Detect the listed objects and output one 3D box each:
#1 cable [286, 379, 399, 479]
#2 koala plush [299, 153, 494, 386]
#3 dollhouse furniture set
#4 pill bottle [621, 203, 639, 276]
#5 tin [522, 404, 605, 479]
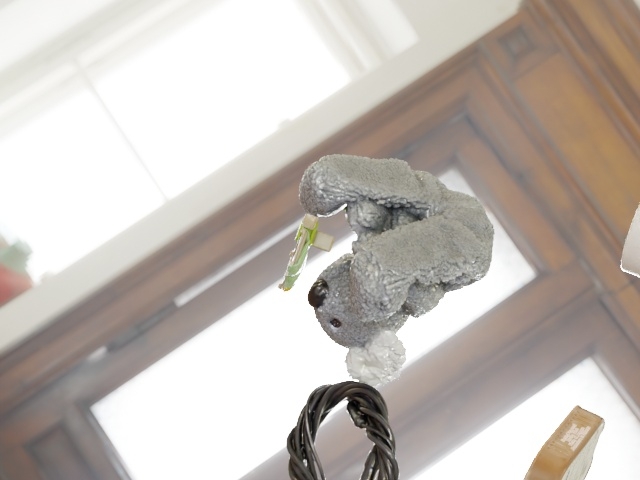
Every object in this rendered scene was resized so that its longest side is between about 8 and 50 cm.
[{"bbox_3d":[0.022,0.225,1.376,0.047,0.150,0.184,17,42,-31],"label":"cable"},{"bbox_3d":[0.066,0.043,1.400,0.196,0.203,0.221,63,-39,35],"label":"koala plush"},{"bbox_3d":[0.000,0.000,1.607,0.058,0.152,0.076,22,-30,-3],"label":"dollhouse furniture set"},{"bbox_3d":[0.603,0.025,1.886,0.283,0.161,0.161,20,-23,22],"label":"pill bottle"},{"bbox_3d":[0.241,0.236,1.293,0.040,0.189,0.106,19,-64,24],"label":"tin"}]
